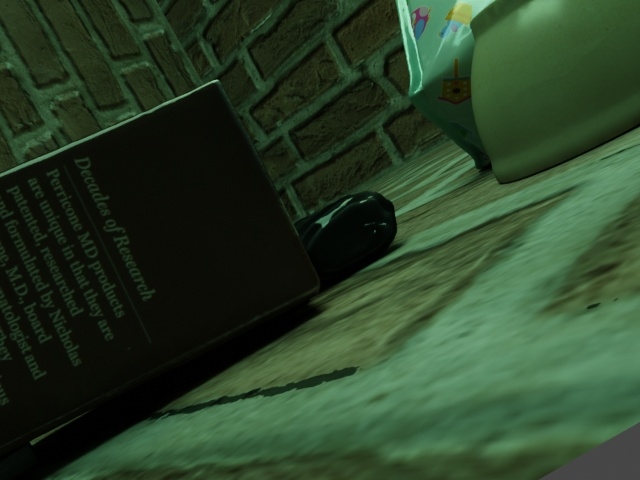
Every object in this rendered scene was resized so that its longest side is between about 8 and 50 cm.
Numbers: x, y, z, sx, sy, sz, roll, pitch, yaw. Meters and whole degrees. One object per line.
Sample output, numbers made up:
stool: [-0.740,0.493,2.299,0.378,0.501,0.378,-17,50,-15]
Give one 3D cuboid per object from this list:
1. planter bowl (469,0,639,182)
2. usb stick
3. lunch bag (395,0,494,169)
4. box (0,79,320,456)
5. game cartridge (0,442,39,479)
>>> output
planter bowl: [0.166,-0.125,0.442,0.162,0.109,0.162,-30,3,2]
usb stick: [0.000,0.000,0.558,0.077,0.045,0.278,-37,4,-8]
lunch bag: [0.194,-0.233,0.625,0.223,0.160,0.262,-29,42,32]
box: [-0.205,0.057,0.409,0.381,0.143,0.191,-24,-1,-11]
game cartridge: [-0.199,0.140,0.392,0.083,0.017,0.056,-26,8,48]
